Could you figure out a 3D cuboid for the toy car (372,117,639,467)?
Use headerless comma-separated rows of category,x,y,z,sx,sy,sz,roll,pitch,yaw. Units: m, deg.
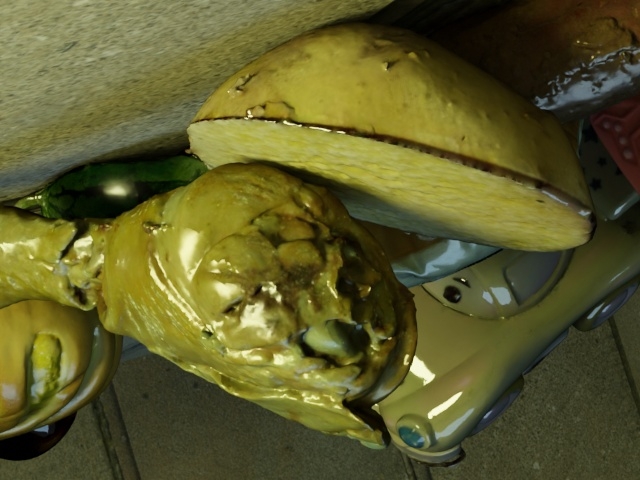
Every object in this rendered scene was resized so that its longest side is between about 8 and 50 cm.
toy car,0.146,0.018,1.749,0.336,0.242,0.226,-39,163,-10

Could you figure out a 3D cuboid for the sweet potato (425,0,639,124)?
sweet potato,0.215,-0.155,1.381,0.385,0.109,0.109,-20,174,23

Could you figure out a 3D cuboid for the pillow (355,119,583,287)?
pillow,0.093,-0.054,1.574,0.312,0.119,0.310,-22,-161,21

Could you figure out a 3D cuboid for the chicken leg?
chicken leg,-0.130,0.030,1.374,0.429,0.201,0.153,8,-138,22

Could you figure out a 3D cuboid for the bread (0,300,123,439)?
bread,-0.330,0.104,1.677,0.333,0.160,0.333,1,172,0

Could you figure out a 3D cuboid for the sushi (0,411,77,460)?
sushi,-0.376,0.154,2.024,0.227,0.212,0.215,-20,173,19

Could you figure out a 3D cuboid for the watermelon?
watermelon,-0.140,-0.009,1.618,0.232,0.127,0.204,-7,174,-30

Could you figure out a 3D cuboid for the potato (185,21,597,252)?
potato,0.060,-0.079,1.332,0.299,0.116,0.239,14,163,8

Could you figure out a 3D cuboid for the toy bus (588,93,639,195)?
toy bus,0.451,-0.110,1.680,0.427,0.233,0.203,-8,154,-49
